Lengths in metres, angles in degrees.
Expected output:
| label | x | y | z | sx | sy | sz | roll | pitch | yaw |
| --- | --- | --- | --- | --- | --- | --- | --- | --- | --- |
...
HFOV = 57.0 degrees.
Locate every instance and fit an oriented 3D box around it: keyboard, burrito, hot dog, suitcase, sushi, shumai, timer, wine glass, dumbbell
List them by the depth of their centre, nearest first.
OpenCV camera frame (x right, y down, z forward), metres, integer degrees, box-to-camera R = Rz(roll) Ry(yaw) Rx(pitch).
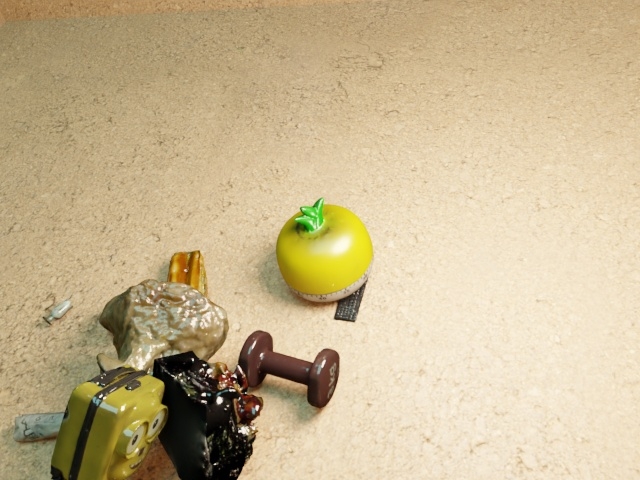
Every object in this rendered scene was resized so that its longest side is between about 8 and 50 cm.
| label | x | y | z | sx | sy | sz | roll | pitch | yaw |
| --- | --- | --- | --- | --- | --- | --- | --- | --- | --- |
| suitcase | -0.410 | 0.379 | 1.173 | 0.143 | 0.235 | 0.194 | 21 | 10 | 13 |
| sushi | -0.236 | 0.384 | 1.295 | 0.212 | 0.215 | 0.227 | -4 | 17 | -42 |
| shumai | -0.383 | 0.250 | 1.379 | 0.314 | 0.267 | 0.262 | -8 | 25 | 8 |
| dumbbell | -0.074 | 0.300 | 1.387 | 0.225 | 0.140 | 0.124 | 10 | 19 | 22 |
| burrito | -0.655 | 0.449 | 1.427 | 0.203 | 0.064 | 0.064 | -7 | 46 | 8 |
| timer | 0.000 | 0.000 | 1.552 | 0.285 | 0.285 | 0.285 | -6 | 46 | 6 |
| keyboard | 0.090 | 0.132 | 1.597 | 0.061 | 0.013 | 0.204 | 5 | 49 | 18 |
| hot dog | -0.375 | 0.127 | 1.660 | 0.115 | 0.072 | 0.269 | -9 | 45 | 5 |
| wine glass | -0.754 | 0.206 | 1.694 | 0.039 | 0.042 | 0.083 | 44 | 58 | -2 |

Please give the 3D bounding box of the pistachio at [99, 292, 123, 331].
| label | x | y | z | sx | sy | sz | roll | pitch | yaw |
| --- | --- | --- | --- | --- | --- | --- | --- | --- | --- |
| pistachio | -0.509 | 0.187 | 1.597 | 0.185 | 0.126 | 0.108 | -24 | 73 | 4 |
